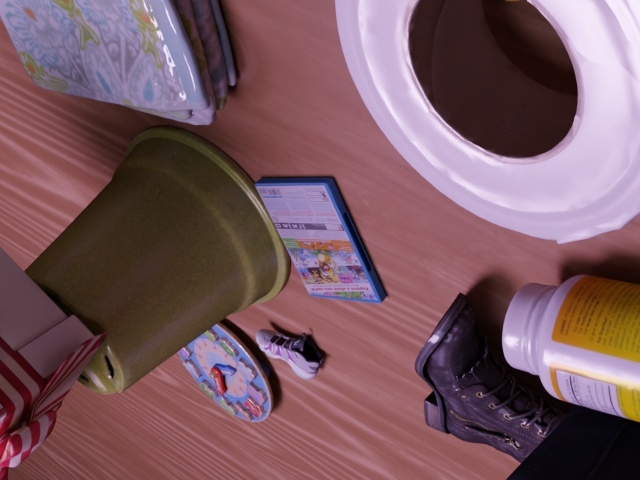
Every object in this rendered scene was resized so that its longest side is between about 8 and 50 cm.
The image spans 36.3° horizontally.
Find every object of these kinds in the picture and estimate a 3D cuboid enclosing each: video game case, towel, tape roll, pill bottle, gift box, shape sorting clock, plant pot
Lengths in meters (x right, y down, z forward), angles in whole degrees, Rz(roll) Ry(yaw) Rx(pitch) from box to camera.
[{"bbox_3d":[0.000,0.000,1.132,0.119,0.015,0.166,3,127,44],"label":"video game case"},{"bbox_3d":[-0.259,-0.308,1.021,0.320,0.090,0.374,17,136,34],"label":"towel"},{"bbox_3d":[0.146,-0.140,0.688,0.286,0.100,0.286,33,146,26],"label":"tape roll"},{"bbox_3d":[0.273,0.096,0.853,0.215,0.117,0.117,12,134,39],"label":"pill bottle"},{"bbox_3d":[-0.394,0.140,1.044,0.258,0.276,0.255,46,133,6],"label":"gift box"},{"bbox_3d":[-0.151,0.192,1.466,0.206,0.040,0.206,27,142,24],"label":"shape sorting clock"},{"bbox_3d":[-0.223,0.042,1.197,0.276,0.254,0.276,28,143,24],"label":"plant pot"}]

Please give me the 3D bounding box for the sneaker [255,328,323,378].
[{"bbox_3d":[-0.037,0.137,1.297,0.098,0.038,0.069,32,143,3],"label":"sneaker"}]

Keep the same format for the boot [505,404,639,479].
[{"bbox_3d":[0.308,0.222,0.866,0.246,0.207,0.094,24,140,28],"label":"boot"}]

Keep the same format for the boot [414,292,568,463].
[{"bbox_3d":[0.222,0.177,1.026,0.229,0.091,0.263,25,152,26],"label":"boot"}]
